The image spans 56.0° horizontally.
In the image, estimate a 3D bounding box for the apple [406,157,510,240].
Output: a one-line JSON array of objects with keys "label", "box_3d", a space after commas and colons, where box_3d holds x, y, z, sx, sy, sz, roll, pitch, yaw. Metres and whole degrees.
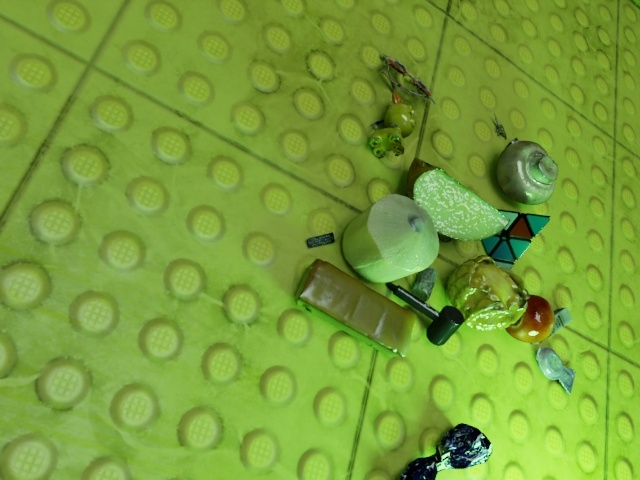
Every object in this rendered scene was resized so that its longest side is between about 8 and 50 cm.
[{"label": "apple", "box_3d": [0.414, -0.123, 1.904, 0.346, 0.179, 0.254, 31, 54, -13]}]

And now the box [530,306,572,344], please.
[{"label": "box", "box_3d": [0.792, 0.295, 2.085, 0.218, 0.039, 0.055, -22, 87, -35]}]

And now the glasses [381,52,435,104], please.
[{"label": "glasses", "box_3d": [0.289, -0.535, 2.055, 0.255, 0.095, 0.162, 41, 29, -12]}]

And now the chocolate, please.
[{"label": "chocolate", "box_3d": [0.313, 0.621, 1.640, 0.343, 0.126, 0.148, -25, 125, -28]}]

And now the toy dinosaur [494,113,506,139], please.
[{"label": "toy dinosaur", "box_3d": [0.676, -0.426, 2.271, 0.113, 0.026, 0.041, 54, 47, -16]}]

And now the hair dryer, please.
[{"label": "hair dryer", "box_3d": [0.292, 0.209, 1.787, 0.248, 0.114, 0.070, 32, 33, 3]}]

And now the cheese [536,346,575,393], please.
[{"label": "cheese", "box_3d": [0.796, 0.431, 2.037, 0.191, 0.042, 0.105, 38, 59, -18]}]

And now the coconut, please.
[{"label": "coconut", "box_3d": [0.206, -0.008, 1.702, 0.239, 0.244, 0.239, 12, 67, -29]}]

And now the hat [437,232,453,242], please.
[{"label": "hat", "box_3d": [0.393, -0.022, 1.954, 0.087, 0.042, 0.058, 25, 32, 12]}]

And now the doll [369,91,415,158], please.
[{"label": "doll", "box_3d": [0.240, -0.370, 1.938, 0.143, 0.135, 0.220, 57, 40, -43]}]

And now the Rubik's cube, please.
[{"label": "Rubik's cube", "box_3d": [0.605, 0.017, 2.048, 0.250, 0.284, 0.234, 14, 87, 0]}]

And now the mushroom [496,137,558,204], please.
[{"label": "mushroom", "box_3d": [0.743, -0.250, 2.163, 0.255, 0.184, 0.254, 2, 86, -26]}]

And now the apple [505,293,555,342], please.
[{"label": "apple", "box_3d": [0.674, 0.254, 1.954, 0.139, 0.163, 0.163, 4, 71, -28]}]

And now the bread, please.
[{"label": "bread", "box_3d": [0.097, 0.190, 1.668, 0.361, 0.077, 0.138, 32, 61, -19]}]

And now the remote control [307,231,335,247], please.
[{"label": "remote control", "box_3d": [0.000, 0.000, 1.711, 0.091, 0.016, 0.034, -13, 96, -34]}]

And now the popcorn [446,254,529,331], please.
[{"label": "popcorn", "box_3d": [0.508, 0.171, 1.864, 0.250, 0.190, 0.250, 4, 69, -10]}]

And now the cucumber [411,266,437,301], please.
[{"label": "cucumber", "box_3d": [0.321, 0.131, 1.837, 0.064, 0.064, 0.112, 40, 53, -14]}]
